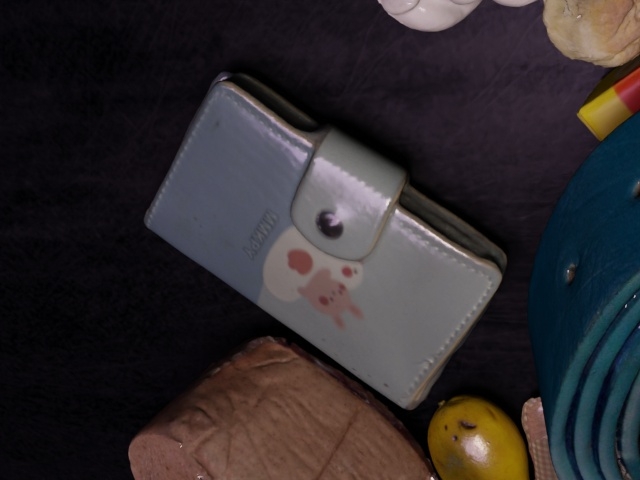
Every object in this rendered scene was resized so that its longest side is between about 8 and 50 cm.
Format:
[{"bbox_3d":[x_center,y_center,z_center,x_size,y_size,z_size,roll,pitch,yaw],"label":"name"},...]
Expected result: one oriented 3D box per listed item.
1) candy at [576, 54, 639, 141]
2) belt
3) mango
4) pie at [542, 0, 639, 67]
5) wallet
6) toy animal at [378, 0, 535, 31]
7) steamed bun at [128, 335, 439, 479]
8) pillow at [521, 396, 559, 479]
[{"bbox_3d":[0.361,-0.137,1.081,0.146,0.088,0.276,47,126,-5],"label":"candy"},{"bbox_3d":[0.330,0.068,1.082,0.300,0.173,0.436,0,141,-3],"label":"belt"},{"bbox_3d":[0.171,0.233,1.389,0.103,0.076,0.161,-10,119,38],"label":"mango"},{"bbox_3d":[0.265,-0.217,1.031,0.052,0.218,0.185,47,171,34],"label":"pie"},{"bbox_3d":[0.000,0.000,1.346,0.360,0.083,0.252,34,132,4],"label":"wallet"},{"bbox_3d":[0.142,-0.251,1.081,0.193,0.178,0.127,-18,99,34],"label":"toy animal"},{"bbox_3d":[-0.042,0.270,1.412,0.301,0.251,0.199,43,136,7],"label":"steamed bun"},{"bbox_3d":[0.308,0.214,1.334,0.211,0.034,0.135,-2,114,26],"label":"pillow"}]
